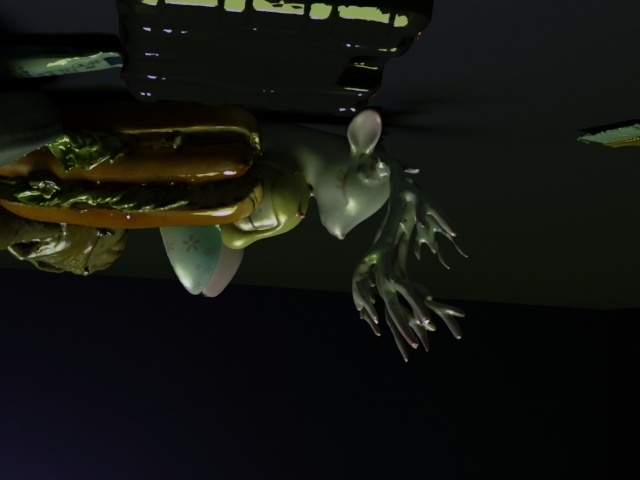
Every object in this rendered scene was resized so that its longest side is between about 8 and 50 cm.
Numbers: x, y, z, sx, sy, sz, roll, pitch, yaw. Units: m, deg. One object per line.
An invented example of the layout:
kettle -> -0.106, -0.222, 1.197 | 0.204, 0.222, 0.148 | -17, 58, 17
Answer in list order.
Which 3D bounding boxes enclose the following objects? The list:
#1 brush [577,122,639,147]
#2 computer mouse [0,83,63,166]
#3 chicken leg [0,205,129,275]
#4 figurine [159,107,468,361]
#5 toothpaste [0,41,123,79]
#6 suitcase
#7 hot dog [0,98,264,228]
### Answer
brush -> 0.381, -0.105, 1.434 | 0.218, 0.010, 0.083 | 6, 171, -38
computer mouse -> -0.344, -0.093, 1.152 | 0.197, 0.095, 0.331 | 7, -171, 7
chicken leg -> -0.351, -0.024, 1.562 | 0.201, 0.152, 0.429 | -7, -179, 16
figurine -> 0.005, -0.003, 1.402 | 0.316, 0.284, 0.206 | -13, 169, 21
toothpaste -> -0.276, -0.155, 1.134 | 0.216, 0.037, 0.062 | -1, 180, 4
suitcase -> -0.042, -0.154, 0.942 | 0.206, 0.066, 0.285 | 4, 173, -7
hot dog -> -0.218, -0.076, 1.339 | 0.337, 0.135, 0.100 | 2, -162, 22
